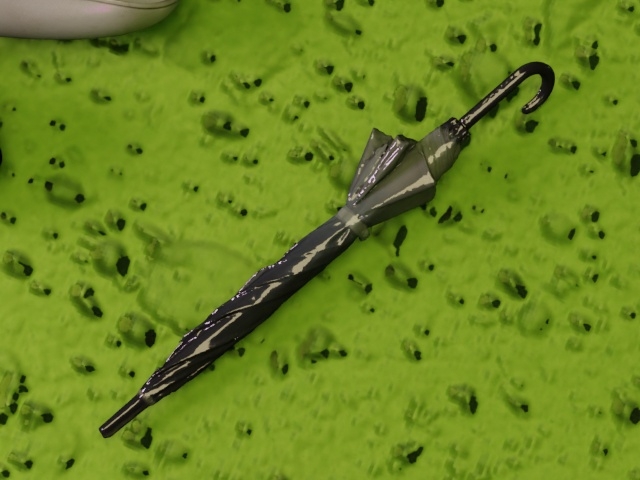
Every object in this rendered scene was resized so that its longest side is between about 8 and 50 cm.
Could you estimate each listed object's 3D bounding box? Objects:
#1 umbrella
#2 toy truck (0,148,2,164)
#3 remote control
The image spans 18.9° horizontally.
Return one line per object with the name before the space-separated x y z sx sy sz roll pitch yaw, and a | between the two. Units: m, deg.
umbrella | -0.002 -0.003 0.884 0.269 0.044 0.044 -38 50 -5
toy truck | -0.216 -0.032 0.891 0.136 0.063 0.074 -41 61 -3
remote control | -0.177 -0.120 0.907 0.229 0.073 0.044 4 121 5
